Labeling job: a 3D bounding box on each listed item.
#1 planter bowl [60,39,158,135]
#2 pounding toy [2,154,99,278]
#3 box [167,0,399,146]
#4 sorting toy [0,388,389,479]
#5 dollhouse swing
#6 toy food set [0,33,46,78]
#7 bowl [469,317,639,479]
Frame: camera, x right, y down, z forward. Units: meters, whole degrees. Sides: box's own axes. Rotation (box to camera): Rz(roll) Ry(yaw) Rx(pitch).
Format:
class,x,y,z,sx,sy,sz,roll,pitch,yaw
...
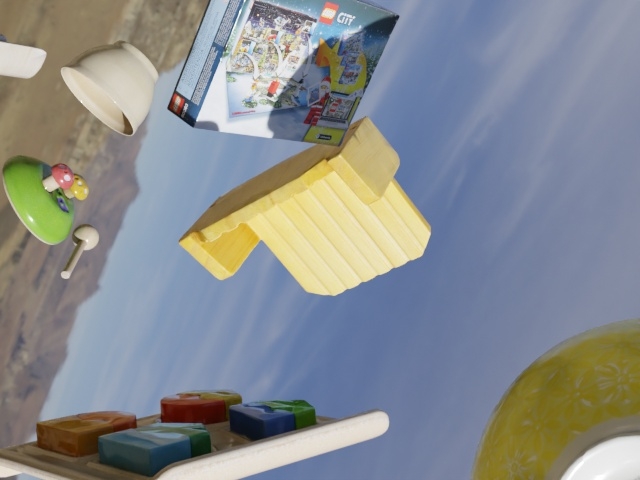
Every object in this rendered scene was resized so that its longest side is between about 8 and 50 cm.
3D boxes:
class,x,y,z,sx,sy,sz,roll,pitch,yaw
planter bowl,-0.351,-0.277,1.626,0.109,0.162,0.162,-52,-170,-18
pounding toy,-0.484,-0.074,1.774,0.110,0.236,0.183,-27,-161,10
box,-0.030,-0.182,0.943,0.044,0.233,0.159,36,-69,32
sorting toy,-0.090,0.127,0.621,0.208,0.193,0.038,-9,-93,45
dollhouse swing,0.000,0.000,1.710,0.347,0.305,0.315,-26,-165,24
toy food set,-0.569,-0.324,1.340,0.306,0.220,0.092,30,-71,33
bowl,0.218,0.184,0.608,0.156,0.289,0.289,26,86,-62
